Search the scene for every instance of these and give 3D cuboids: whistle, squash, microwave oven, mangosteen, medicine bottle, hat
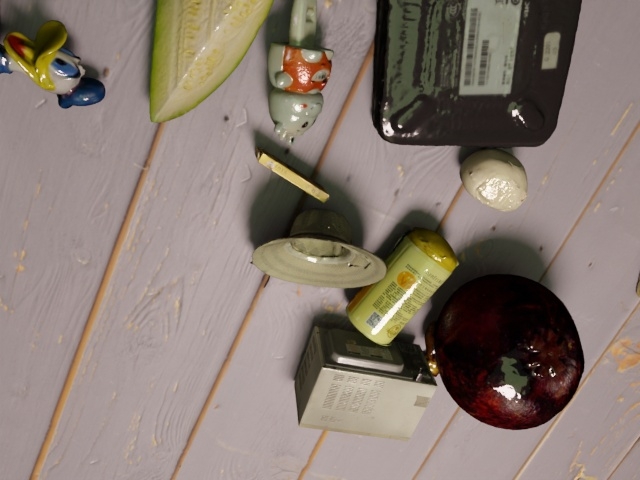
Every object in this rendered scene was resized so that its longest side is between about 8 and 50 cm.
[{"bbox_3d":[-0.034,-0.278,0.829,0.106,0.101,0.253,6,114,-3],"label":"whistle"},{"bbox_3d":[-0.149,-0.315,0.788,0.203,0.111,0.288,15,107,21],"label":"squash"},{"bbox_3d":[0.087,0.287,1.037,0.241,0.145,0.194,13,112,-13],"label":"microwave oven"},{"bbox_3d":[0.361,0.218,1.002,0.297,0.293,0.297,0,71,1],"label":"mangosteen"},{"bbox_3d":[0.162,0.085,0.992,0.124,0.124,0.239,33,102,-19],"label":"medicine bottle"},{"bbox_3d":[0.000,0.000,0.931,0.252,0.252,0.110,13,67,-13],"label":"hat"}]

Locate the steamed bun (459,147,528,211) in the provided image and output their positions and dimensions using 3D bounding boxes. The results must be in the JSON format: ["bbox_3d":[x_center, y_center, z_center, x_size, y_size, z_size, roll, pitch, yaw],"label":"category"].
[{"bbox_3d":[0.329,-0.121,0.939,0.130,0.112,0.091,29,124,-7],"label":"steamed bun"}]

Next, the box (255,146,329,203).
[{"bbox_3d":[-0.053,-0.119,0.903,0.149,0.073,0.020,31,101,-18],"label":"box"}]

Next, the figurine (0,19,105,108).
[{"bbox_3d":[-0.493,-0.294,0.747,0.338,0.204,0.283,15,101,-27],"label":"figurine"}]

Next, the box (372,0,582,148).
[{"bbox_3d":[0.264,-0.337,0.858,0.350,0.091,0.359,-2,111,-8],"label":"box"}]

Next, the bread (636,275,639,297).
[{"bbox_3d":[0.789,0.050,1.043,0.135,0.178,0.240,-1,109,-7],"label":"bread"}]
